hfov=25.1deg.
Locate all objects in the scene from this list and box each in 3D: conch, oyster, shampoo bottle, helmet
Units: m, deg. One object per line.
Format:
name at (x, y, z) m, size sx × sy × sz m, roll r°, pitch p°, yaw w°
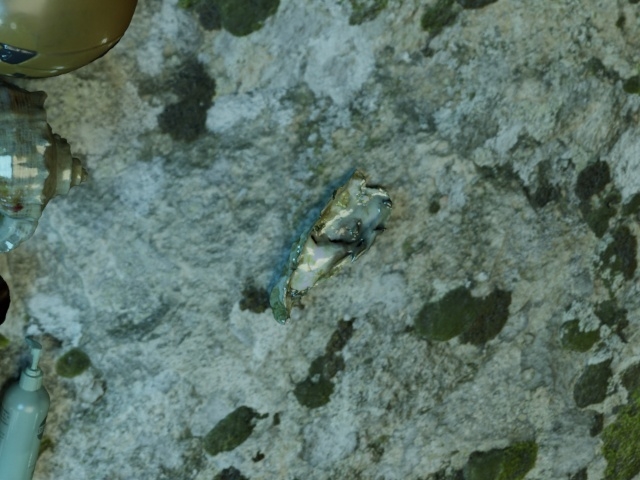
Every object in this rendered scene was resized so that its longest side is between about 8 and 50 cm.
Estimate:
conch at (-0.350, -0.076, 1.385) m, size 0.245 × 0.163 × 0.178 m, roll 12°, pitch 103°, yaw -16°
oyster at (0.002, 0.000, 1.708) m, size 0.200 × 0.061 × 0.106 m, roll -36°, pitch 112°, yaw -8°
shampoo bottle at (-0.339, 0.203, 1.628) m, size 0.056 × 0.056 × 0.195 m, roll 2°, pitch 118°, yaw -30°
helmet at (-0.262, -0.235, 1.355) m, size 0.224 × 0.130 × 0.198 m, roll -1°, pitch 122°, yaw -30°

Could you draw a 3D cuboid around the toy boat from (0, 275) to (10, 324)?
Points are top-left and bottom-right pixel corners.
toy boat at (-0.430, 0.042, 1.453) m, size 0.262 × 0.114 × 0.115 m, roll 25°, pitch 139°, yaw -35°
